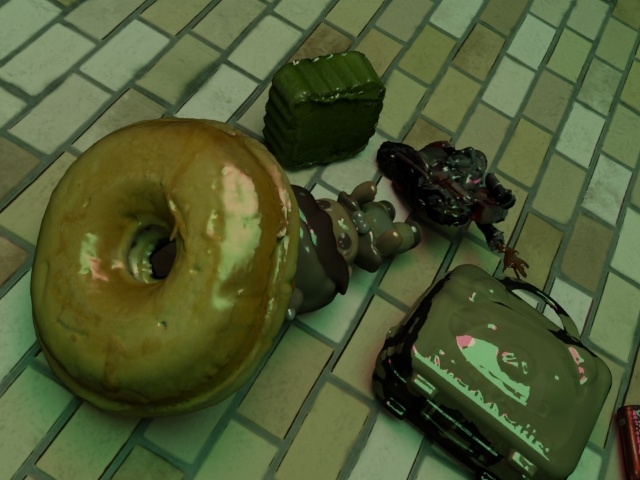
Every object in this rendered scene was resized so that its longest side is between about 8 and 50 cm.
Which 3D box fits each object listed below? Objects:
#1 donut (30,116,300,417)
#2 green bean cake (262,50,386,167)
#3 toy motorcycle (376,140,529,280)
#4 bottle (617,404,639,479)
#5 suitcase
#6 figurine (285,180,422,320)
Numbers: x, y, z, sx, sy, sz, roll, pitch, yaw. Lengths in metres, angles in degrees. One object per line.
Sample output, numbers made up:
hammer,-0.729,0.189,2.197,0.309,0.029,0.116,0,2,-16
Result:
donut,-0.230,0.030,1.087,0.449,0.198,0.449,-4,75,17
green bean cake,0.007,-0.242,1.432,0.214,0.200,0.113,-17,57,-23
toy motorcycle,0.271,-0.085,1.426,0.207,0.134,0.401,-8,37,-22
bottle,0.555,0.372,1.313,0.060,0.060,0.164,13,56,-11
suitcase,0.297,0.200,1.252,0.351,0.194,0.339,38,52,7
figurine,0.001,0.000,1.290,0.380,0.203,0.248,-13,70,-39
